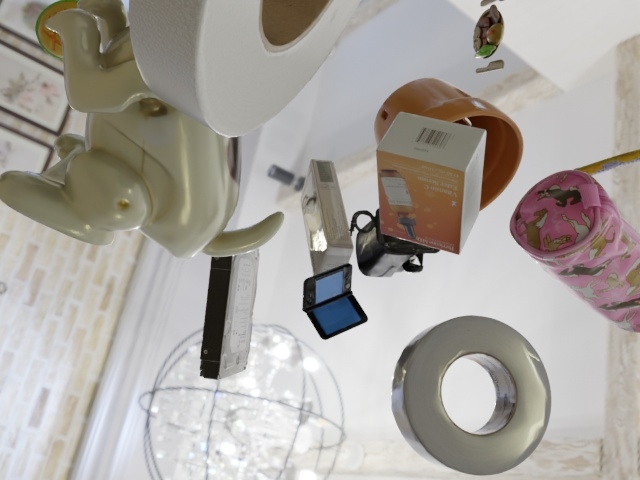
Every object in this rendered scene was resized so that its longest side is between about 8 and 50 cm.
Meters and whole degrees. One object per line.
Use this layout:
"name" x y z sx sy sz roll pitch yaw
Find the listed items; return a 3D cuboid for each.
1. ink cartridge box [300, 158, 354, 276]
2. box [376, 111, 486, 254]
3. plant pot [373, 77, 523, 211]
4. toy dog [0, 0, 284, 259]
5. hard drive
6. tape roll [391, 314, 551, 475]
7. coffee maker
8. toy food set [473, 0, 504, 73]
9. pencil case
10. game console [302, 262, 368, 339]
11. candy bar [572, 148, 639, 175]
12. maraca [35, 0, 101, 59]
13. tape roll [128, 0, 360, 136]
"ink cartridge box" 0.000 0.000 1.709 0.296 0.066 0.261 -100 -161 -44
"box" 0.158 -0.080 1.036 0.130 0.170 0.091 16 -128 21
"plant pot" 0.239 -0.199 1.486 0.291 0.291 0.203 -49 -136 25
"toy dog" -0.186 -0.188 0.968 0.408 0.395 0.284 -58 180 21
"hard drive" -0.231 0.179 1.875 0.237 0.064 0.338 21 75 -77
"tape roll" 0.213 0.220 1.034 0.072 0.219 0.219 128 -21 -72
"coffee maker" 0.123 -0.006 1.363 0.178 0.171 0.120 128 -16 -68
"toy food set" 0.409 -0.513 1.779 0.132 0.039 0.192 -172 -95 -68
"pencil case" 0.486 0.029 1.239 0.167 0.386 0.160 -52 -143 10
"game console" 0.032 0.116 1.402 0.071 0.122 0.107 30 -52 42
"candy bar" 0.512 -0.134 1.243 0.161 0.040 0.018 -18 -112 35
"maraca" -0.531 -0.470 1.588 0.186 0.127 0.099 -24 -149 -7
"tape roll" -0.024 -0.279 0.657 0.392 0.072 0.392 -57 171 -14
